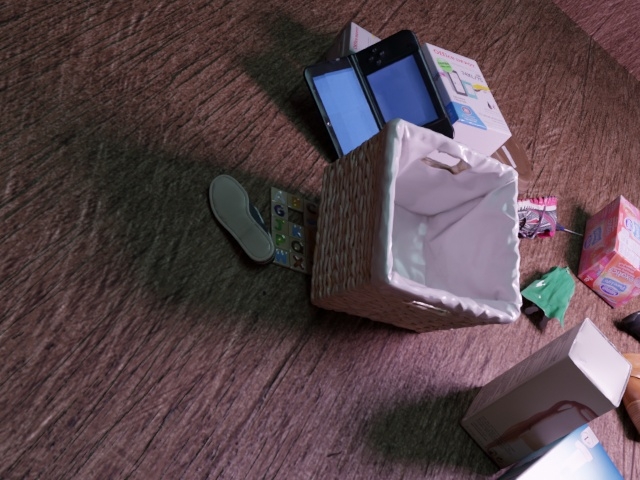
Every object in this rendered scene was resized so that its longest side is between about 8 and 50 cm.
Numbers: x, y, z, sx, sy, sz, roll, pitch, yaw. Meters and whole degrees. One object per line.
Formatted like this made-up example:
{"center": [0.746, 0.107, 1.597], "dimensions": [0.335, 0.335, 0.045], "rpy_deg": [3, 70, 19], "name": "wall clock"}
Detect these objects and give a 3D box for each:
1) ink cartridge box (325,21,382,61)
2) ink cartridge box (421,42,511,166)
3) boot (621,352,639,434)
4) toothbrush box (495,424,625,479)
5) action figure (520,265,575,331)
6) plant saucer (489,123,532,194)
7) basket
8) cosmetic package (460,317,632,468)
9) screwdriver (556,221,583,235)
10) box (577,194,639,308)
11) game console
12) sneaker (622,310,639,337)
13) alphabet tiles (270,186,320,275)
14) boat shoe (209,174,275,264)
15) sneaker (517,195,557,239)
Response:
{"center": [0.113, -0.447, 1.962], "dimensions": [0.176, 0.127, 0.128], "rpy_deg": [26, 44, -21], "name": "ink cartridge box"}
{"center": [0.323, -0.335, 1.987], "dimensions": [0.198, 0.197, 0.270], "rpy_deg": [8, 52, -36], "name": "ink cartridge box"}
{"center": [0.856, 0.403, 1.896], "dimensions": [0.283, 0.109, 0.220], "rpy_deg": [14, 44, -21], "name": "boot"}
{"center": [0.459, 0.510, 1.441], "dimensions": [0.295, 0.126, 0.216], "rpy_deg": [-16, 69, -47], "name": "toothbrush box"}
{"center": [0.589, 0.129, 1.920], "dimensions": [0.137, 0.063, 0.232], "rpy_deg": [46, 44, 4], "name": "action figure"}
{"center": [0.521, -0.258, 2.164], "dimensions": [0.278, 0.041, 0.278], "rpy_deg": [33, 40, -34], "name": "plant saucer"}
{"center": [0.184, -0.003, 1.484], "dimensions": [0.328, 0.266, 0.331], "rpy_deg": [17, 66, -29], "name": "basket"}
{"center": [0.431, 0.299, 1.464], "dimensions": [0.129, 0.296, 0.153], "rpy_deg": [47, 41, 5], "name": "cosmetic package"}
{"center": [0.710, -0.032, 2.187], "dimensions": [0.170, 0.025, 0.024], "rpy_deg": [11, 51, -32], "name": "screwdriver"}
{"center": [0.845, 0.028, 2.156], "dimensions": [0.154, 0.142, 0.300], "rpy_deg": [39, 40, -6], "name": "box"}
{"center": [0.142, -0.319, 1.781], "dimensions": [0.293, 0.250, 0.173], "rpy_deg": [67, 21, -3], "name": "game console"}
{"center": [0.945, 0.269, 2.070], "dimensions": [0.283, 0.107, 0.124], "rpy_deg": [16, 54, -29], "name": "sneaker"}
{"center": [0.000, 0.000, 1.584], "dimensions": [0.237, 0.009, 0.198], "rpy_deg": [19, 46, -26], "name": "alphabet tiles"}
{"center": [-0.150, -0.036, 1.468], "dimensions": [0.206, 0.075, 0.065], "rpy_deg": [56, -2, 21], "name": "boat shoe"}
{"center": [0.519, -0.054, 1.985], "dimensions": [0.299, 0.121, 0.112], "rpy_deg": [-5, 91, -33], "name": "sneaker"}
